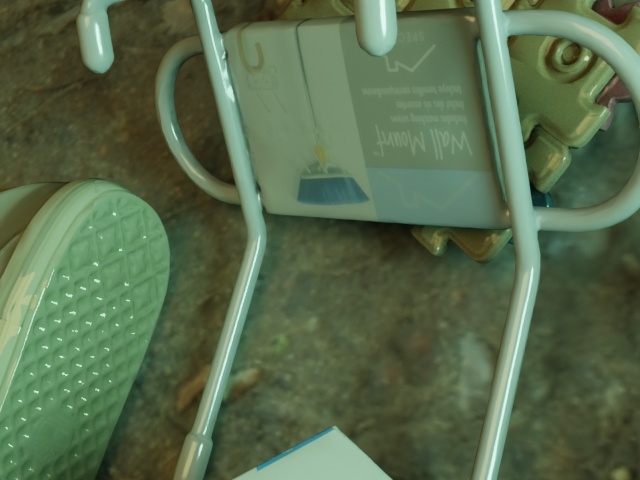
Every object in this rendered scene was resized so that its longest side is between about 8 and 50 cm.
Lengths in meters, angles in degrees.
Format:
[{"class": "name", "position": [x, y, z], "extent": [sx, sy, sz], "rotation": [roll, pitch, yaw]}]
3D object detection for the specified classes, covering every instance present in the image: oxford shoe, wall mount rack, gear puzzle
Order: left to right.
[{"class": "oxford shoe", "position": [-0.236, 0.160, 0.630], "extent": [0.130, 0.169, 0.449], "rotation": [11, 69, 30]}, {"class": "wall mount rack", "position": [0.000, 0.000, 0.558], "extent": [0.350, 0.130, 0.304], "rotation": [6, 116, 42]}, {"class": "gear puzzle", "position": [0.053, -0.133, 0.661], "extent": [0.175, 0.044, 0.339], "rotation": [-53, 50, 13]}]

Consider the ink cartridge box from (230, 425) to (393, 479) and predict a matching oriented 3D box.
[{"class": "ink cartridge box", "position": [-0.009, 0.182, 0.495], "extent": [0.090, 0.092, 0.143], "rotation": [37, 133, 34]}]
